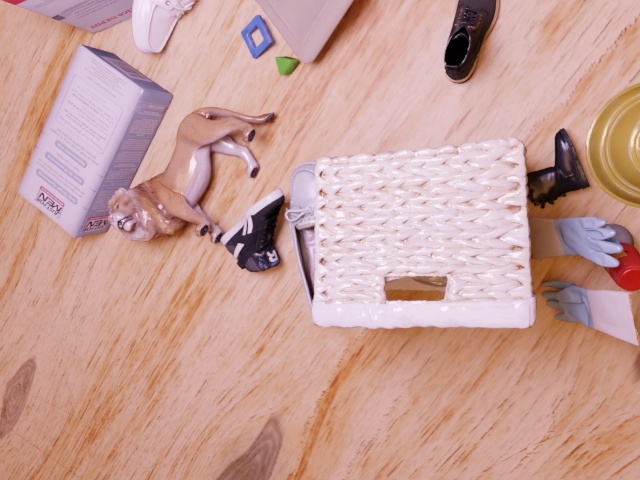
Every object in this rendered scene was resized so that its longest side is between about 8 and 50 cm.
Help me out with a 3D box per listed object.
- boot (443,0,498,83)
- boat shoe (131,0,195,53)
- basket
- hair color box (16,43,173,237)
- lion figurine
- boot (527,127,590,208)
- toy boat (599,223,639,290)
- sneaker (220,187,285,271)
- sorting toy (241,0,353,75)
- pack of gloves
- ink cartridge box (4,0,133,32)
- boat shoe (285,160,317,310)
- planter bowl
[{"bbox_3d":[0.255,-0.374,0.916,0.077,0.137,0.197,11,101,17],"label":"boot"},{"bbox_3d":[-0.300,-0.508,1.101,0.096,0.098,0.277,25,104,14],"label":"boat shoe"},{"bbox_3d":[0.176,-0.014,0.899,0.328,0.331,0.266,-2,96,19],"label":"basket"},{"bbox_3d":[-0.505,-0.213,1.209,0.185,0.113,0.374,36,107,10],"label":"hair color box"},{"bbox_3d":[-0.279,-0.148,1.149,0.240,0.142,0.392,33,93,19],"label":"lion figurine"},{"bbox_3d":[0.405,-0.125,0.957,0.099,0.045,0.121,-22,90,26],"label":"boot"},{"bbox_3d":[0.606,-0.008,0.854,0.318,0.148,0.267,-15,115,19],"label":"toy boat"},{"bbox_3d":[-0.109,-0.009,1.111,0.121,0.079,0.217,52,135,1],"label":"sneaker"},{"bbox_3d":[-0.027,-0.464,1.009,0.196,0.047,0.347,53,133,11],"label":"sorting toy"},{"bbox_3d":[0.436,0.051,0.896,0.046,0.232,0.195,-17,95,-9],"label":"pack of gloves"},{"bbox_3d":[-0.483,-0.526,1.069,0.197,0.273,0.114,-13,91,20],"label":"ink cartridge box"},{"bbox_3d":[-0.002,0.002,1.079,0.118,0.103,0.320,-5,97,19],"label":"boat shoe"},{"bbox_3d":[0.554,-0.155,0.876,0.217,0.090,0.217,3,100,17],"label":"planter bowl"}]
